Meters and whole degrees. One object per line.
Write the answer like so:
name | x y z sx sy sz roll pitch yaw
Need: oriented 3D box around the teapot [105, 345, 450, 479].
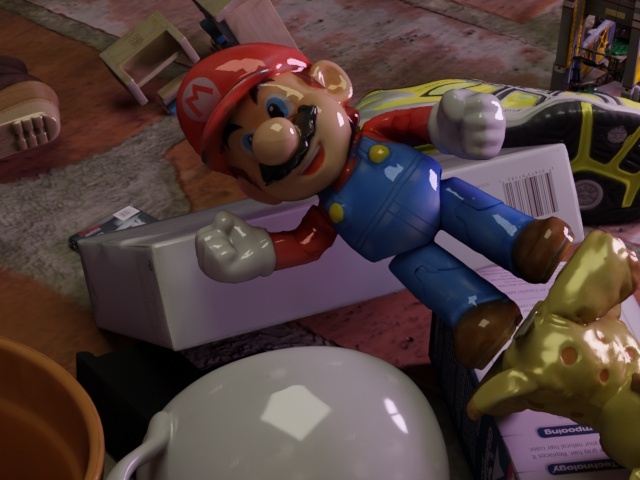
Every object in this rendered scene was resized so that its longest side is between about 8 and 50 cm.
teapot | -0.015 0.211 1.380 0.256 0.252 0.187 -14 50 -2

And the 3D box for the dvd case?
dvd case | -0.176 0.008 1.843 0.119 0.013 0.087 28 42 30

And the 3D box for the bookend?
bookend | -0.104 0.140 1.606 0.156 0.072 0.157 -18 37 -33

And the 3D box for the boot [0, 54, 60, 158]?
boot | -0.405 -0.129 1.986 0.248 0.090 0.207 -12 25 -18

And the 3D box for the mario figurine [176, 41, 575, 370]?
mario figurine | 0.025 -0.036 1.429 0.320 0.170 0.198 33 62 6

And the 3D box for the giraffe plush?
giraffe plush | 0.226 0.110 1.429 0.170 0.181 0.210 36 11 5

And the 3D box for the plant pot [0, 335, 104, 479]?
plant pot | -0.298 0.226 1.351 0.290 0.203 0.291 2 35 -1

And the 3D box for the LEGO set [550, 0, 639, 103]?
LEGO set | 0.416 -0.245 2.100 0.331 0.192 0.255 27 41 30

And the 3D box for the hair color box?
hair color box | 0.212 0.159 1.575 0.173 0.105 0.347 -4 35 -9

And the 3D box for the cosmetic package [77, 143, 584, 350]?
cosmetic package | 0.000 0.000 1.668 0.377 0.097 0.284 -14 8 -18

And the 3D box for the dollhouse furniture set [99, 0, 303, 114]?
dollhouse furniture set | -0.144 -0.218 2.110 0.183 0.129 0.129 -39 45 -5

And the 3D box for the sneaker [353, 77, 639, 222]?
sneaker | 0.209 -0.113 1.938 0.384 0.145 0.147 5 35 -1
